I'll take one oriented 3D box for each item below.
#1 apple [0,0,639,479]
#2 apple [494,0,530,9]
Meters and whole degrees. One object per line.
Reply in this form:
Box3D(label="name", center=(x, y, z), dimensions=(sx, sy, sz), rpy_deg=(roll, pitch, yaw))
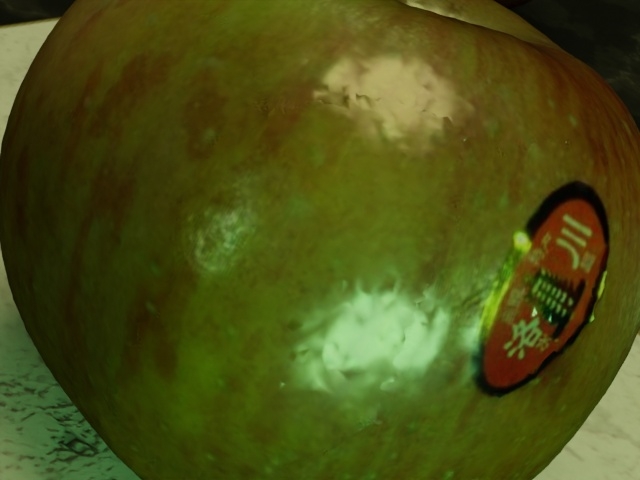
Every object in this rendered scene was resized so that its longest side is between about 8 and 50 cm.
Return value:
Box3D(label="apple", center=(0.000, 0.000, 1.121), dimensions=(0.400, 0.334, 0.400), rpy_deg=(23, 13, -6))
Box3D(label="apple", center=(0.118, -0.352, 1.746), dimensions=(0.301, 0.301, 0.301), rpy_deg=(16, 32, -11))
